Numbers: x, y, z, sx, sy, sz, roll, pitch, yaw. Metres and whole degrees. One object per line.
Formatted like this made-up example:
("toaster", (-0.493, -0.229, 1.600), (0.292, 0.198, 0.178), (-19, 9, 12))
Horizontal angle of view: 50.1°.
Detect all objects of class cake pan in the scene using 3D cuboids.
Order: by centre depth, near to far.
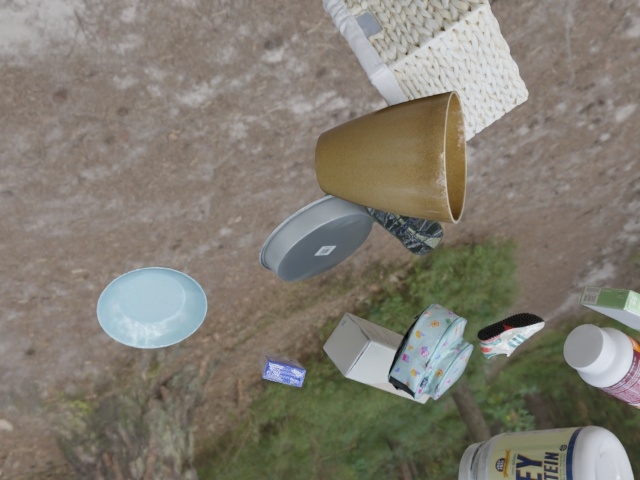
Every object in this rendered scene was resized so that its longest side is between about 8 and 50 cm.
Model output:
("cake pan", (0.000, 0.000, 1.582), (0.293, 0.054, 0.293), (-26, 156, -13))

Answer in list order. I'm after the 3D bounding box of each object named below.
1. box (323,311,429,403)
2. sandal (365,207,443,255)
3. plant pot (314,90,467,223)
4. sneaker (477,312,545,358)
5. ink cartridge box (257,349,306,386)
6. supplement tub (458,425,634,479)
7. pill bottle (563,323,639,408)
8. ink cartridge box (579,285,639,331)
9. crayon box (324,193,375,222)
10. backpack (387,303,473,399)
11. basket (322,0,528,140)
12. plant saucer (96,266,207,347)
("box", (0.176, 0.317, 1.837), (0.311, 0.148, 0.121), (26, 102, -34))
("sandal", (0.171, -0.073, 1.515), (0.120, 0.086, 0.303), (-37, 133, 3))
("plant pot", (0.127, -0.150, 1.269), (0.254, 0.237, 0.237), (1, 157, 20))
("sneaker", (0.439, 0.223, 1.576), (0.161, 0.057, 0.075), (-18, 118, -9))
("ink cartridge box", (-0.099, 0.317, 1.709), (0.097, 0.046, 0.207), (16, 176, -8))
("supplement tub", (0.501, 0.545, 1.535), (0.235, 0.235, 0.325), (12, 156, -44))
("pill bottle", (0.415, 0.174, 0.956), (0.152, 0.086, 0.086), (27, 130, -25))
("ink cartridge box", (0.789, 0.183, 1.691), (0.235, 0.056, 0.171), (23, 174, -14))
("crayon box", (0.154, -0.131, 1.880), (0.165, 0.081, 0.278), (3, 161, -32))
("backpack", (0.245, 0.238, 1.477), (0.166, 0.144, 0.188), (-15, 124, -57))
("basket", (0.223, -0.407, 1.462), (0.266, 0.328, 0.331), (-34, 140, 14))
("plant saucer", (-0.306, 0.115, 1.250), (0.195, 0.037, 0.195), (-8, 128, -11))
